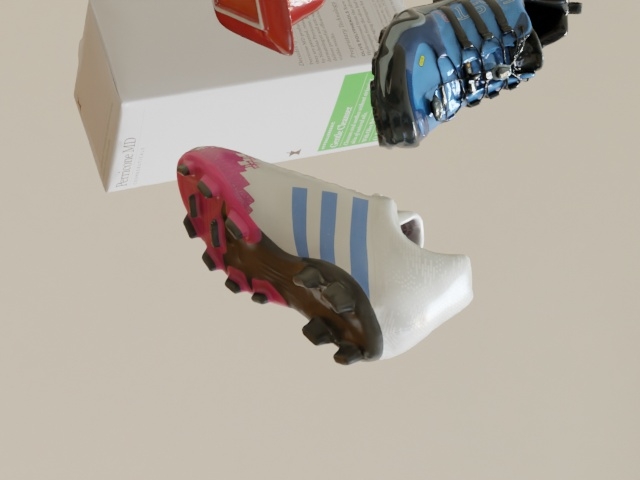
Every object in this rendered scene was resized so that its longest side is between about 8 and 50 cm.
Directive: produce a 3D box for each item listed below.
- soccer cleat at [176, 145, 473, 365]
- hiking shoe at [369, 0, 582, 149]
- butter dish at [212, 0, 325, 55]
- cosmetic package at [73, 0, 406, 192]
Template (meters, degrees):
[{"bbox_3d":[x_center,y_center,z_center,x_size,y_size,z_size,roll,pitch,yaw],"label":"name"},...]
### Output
[{"bbox_3d":[0.000,0.000,1.443,0.331,0.143,0.116,38,-37,46],"label":"soccer cleat"},{"bbox_3d":[0.148,-0.187,1.644,0.132,0.304,0.113,5,-54,28],"label":"hiking shoe"},{"bbox_3d":[-0.040,-0.278,1.612,0.160,0.118,0.160,31,-42,54],"label":"butter dish"},{"bbox_3d":[-0.088,-0.194,1.949,0.365,0.155,0.197,-13,-26,-18],"label":"cosmetic package"}]
